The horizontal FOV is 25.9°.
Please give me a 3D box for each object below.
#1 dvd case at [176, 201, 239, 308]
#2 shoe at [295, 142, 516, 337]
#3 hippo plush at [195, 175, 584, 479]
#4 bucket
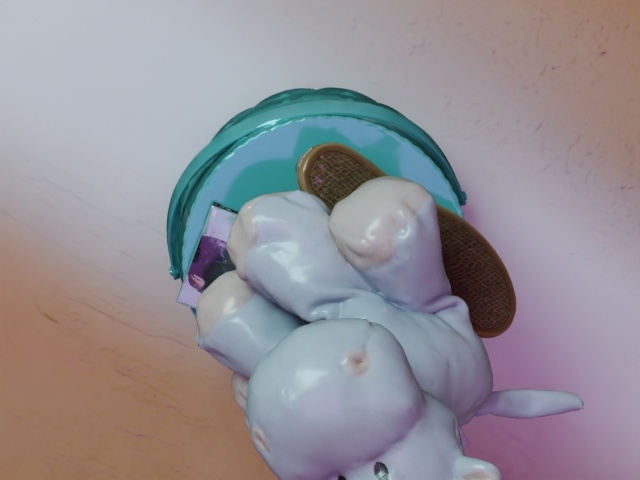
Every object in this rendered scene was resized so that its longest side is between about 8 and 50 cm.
[{"bbox_3d":[-0.046,0.030,1.125,0.119,0.013,0.087,21,97,-7],"label":"dvd case"},{"bbox_3d":[0.067,-0.001,1.110,0.219,0.058,0.076,40,75,-12],"label":"shoe"},{"bbox_3d":[0.017,0.126,1.001,0.234,0.236,0.294,-25,115,25],"label":"hippo plush"},{"bbox_3d":[0.000,0.000,1.222,0.281,0.183,0.281,-1,99,-4],"label":"bucket"}]
